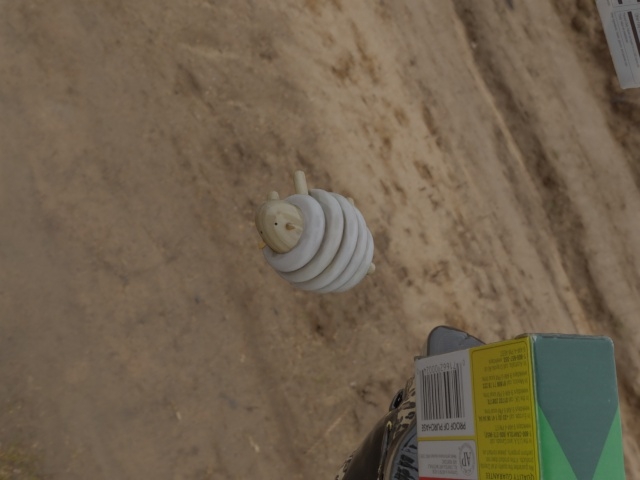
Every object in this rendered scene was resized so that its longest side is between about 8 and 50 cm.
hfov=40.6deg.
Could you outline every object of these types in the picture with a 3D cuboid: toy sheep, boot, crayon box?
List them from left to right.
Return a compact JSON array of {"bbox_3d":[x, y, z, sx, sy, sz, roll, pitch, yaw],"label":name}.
[{"bbox_3d":[0.000,0.000,0.698,0.132,0.091,0.091,22,51,-38],"label":"toy sheep"},{"bbox_3d":[0.098,0.309,1.040,0.138,0.284,0.377,25,36,-6],"label":"boot"},{"bbox_3d":[0.157,0.245,0.700,0.081,0.202,0.318,5,76,-20],"label":"crayon box"}]

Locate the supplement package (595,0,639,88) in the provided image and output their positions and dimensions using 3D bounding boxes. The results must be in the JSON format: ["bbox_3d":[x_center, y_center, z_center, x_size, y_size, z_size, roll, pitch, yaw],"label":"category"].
[{"bbox_3d":[0.367,-0.313,0.840,0.204,0.145,0.262,56,49,-38],"label":"supplement package"}]
